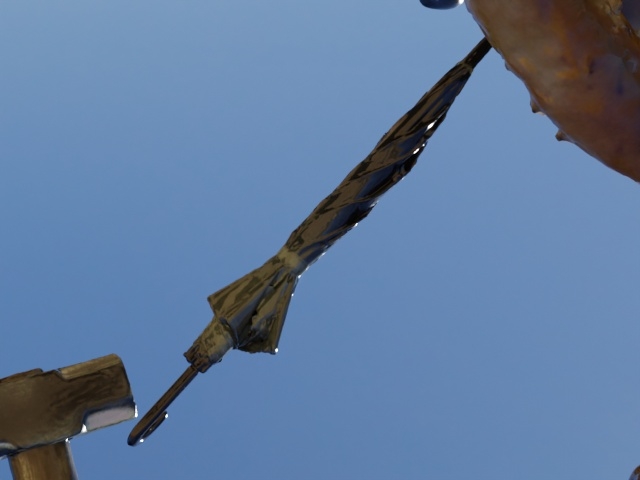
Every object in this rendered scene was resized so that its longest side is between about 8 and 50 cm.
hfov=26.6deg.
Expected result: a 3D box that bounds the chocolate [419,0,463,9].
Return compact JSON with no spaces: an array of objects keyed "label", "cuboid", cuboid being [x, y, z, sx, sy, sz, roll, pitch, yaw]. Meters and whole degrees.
[{"label":"chocolate","cuboid":[0.081,-0.234,0.951,0.070,0.147,0.072,-14,-158,22]}]

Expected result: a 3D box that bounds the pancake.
[{"label":"pancake","cuboid":[0.187,-0.136,0.673,0.244,0.266,0.057,-46,-155,-21]}]

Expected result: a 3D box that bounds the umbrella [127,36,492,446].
[{"label":"umbrella","cuboid":[-0.001,0.000,0.637,0.269,0.044,0.044,-49,170,3]}]

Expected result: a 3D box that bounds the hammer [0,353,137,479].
[{"label":"hammer","cuboid":[-0.114,0.248,0.748,0.111,0.365,0.043,-15,173,-27]}]

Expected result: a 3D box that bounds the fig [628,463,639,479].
[{"label":"fig","cuboid":[0.418,0.347,1.673,0.121,0.153,0.136,3,-145,20]}]
